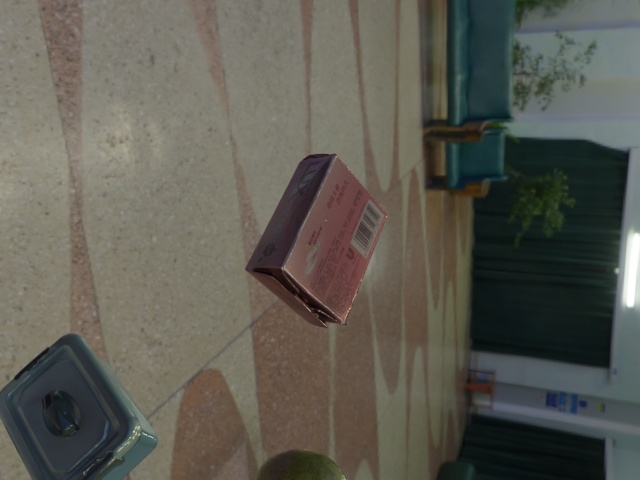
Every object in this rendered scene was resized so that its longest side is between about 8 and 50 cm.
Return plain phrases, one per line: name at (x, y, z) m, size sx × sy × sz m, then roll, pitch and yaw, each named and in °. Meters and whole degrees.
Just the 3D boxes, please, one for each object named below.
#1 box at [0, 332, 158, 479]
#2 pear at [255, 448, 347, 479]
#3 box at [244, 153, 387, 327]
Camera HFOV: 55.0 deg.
box at (-0.358, 0.267, 0.913) m, size 0.162 × 0.227 × 0.130 m, roll -43°, pitch 149°, yaw -8°
pear at (-0.041, 0.552, 1.321) m, size 0.228 × 0.211 × 0.188 m, roll -48°, pitch 156°, yaw 23°
box at (0.000, 0.000, 0.643) m, size 0.111 × 0.060 × 0.156 m, roll 46°, pitch 55°, yaw -35°
